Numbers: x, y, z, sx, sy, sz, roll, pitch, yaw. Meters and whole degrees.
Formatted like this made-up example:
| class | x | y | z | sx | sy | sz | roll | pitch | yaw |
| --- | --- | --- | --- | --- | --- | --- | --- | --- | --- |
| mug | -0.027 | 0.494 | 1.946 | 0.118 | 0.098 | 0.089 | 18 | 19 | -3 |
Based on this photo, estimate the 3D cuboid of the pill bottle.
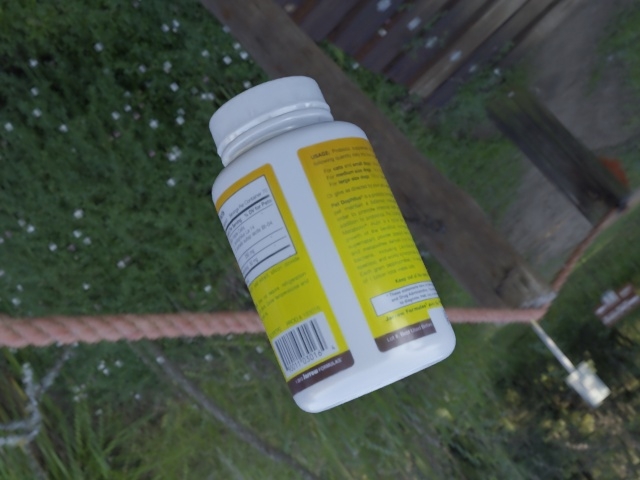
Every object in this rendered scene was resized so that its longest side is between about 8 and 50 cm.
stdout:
| class | x | y | z | sx | sy | sz | roll | pitch | yaw |
| --- | --- | --- | --- | --- | --- | --- | --- | --- | --- |
| pill bottle | 0.000 | 0.000 | 0.648 | 0.117 | 0.215 | 0.117 | -22 | 169 | -4 |
